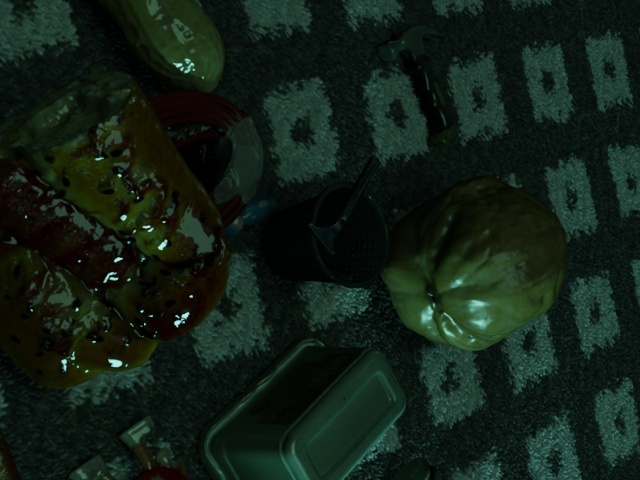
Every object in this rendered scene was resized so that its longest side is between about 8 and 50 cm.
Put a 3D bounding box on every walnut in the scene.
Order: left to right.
[{"bbox_3d":[0.281,0.034,2.196,0.344,0.306,0.306,-22,99,-51],"label":"walnut"}]

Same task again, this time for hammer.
[{"bbox_3d":[0.201,-0.294,2.347,0.158,0.041,0.226,-32,105,-40],"label":"hammer"}]

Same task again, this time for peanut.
[{"bbox_3d":[-0.248,-0.352,1.848,0.149,0.149,0.313,-45,107,-38],"label":"peanut"}]

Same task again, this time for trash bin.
[{"bbox_3d":[0.000,0.000,2.021,0.175,0.161,0.175,8,77,-40],"label":"trash bin"}]

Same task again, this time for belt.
[{"bbox_3d":[-0.226,-0.103,1.856,0.324,0.115,0.227,-24,102,-42],"label":"belt"}]

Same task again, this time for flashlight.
[{"bbox_3d":[-0.121,-0.042,1.995,0.129,0.051,0.051,-26,101,-50],"label":"flashlight"}]

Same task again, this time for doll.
[{"bbox_3d":[-0.245,0.380,1.781,0.183,0.085,0.217,-37,100,-42],"label":"doll"}]

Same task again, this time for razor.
[{"bbox_3d":[0.050,-0.065,1.948,0.066,0.033,0.190,52,51,-24],"label":"razor"}]

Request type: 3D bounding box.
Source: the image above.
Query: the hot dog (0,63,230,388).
[{"bbox_3d":[-0.313,0.013,1.635,0.365,0.367,0.196,57,7,-30],"label":"hot dog"}]

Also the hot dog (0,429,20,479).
[{"bbox_3d":[-0.461,0.296,1.589,0.144,0.075,0.268,-37,106,-38],"label":"hot dog"}]

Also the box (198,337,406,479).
[{"bbox_3d":[-0.012,0.290,1.949,0.312,0.182,0.175,-42,112,-40],"label":"box"}]

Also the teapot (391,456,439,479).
[{"bbox_3d":[0.232,0.499,2.173,0.251,0.183,0.183,43,55,-16],"label":"teapot"}]
